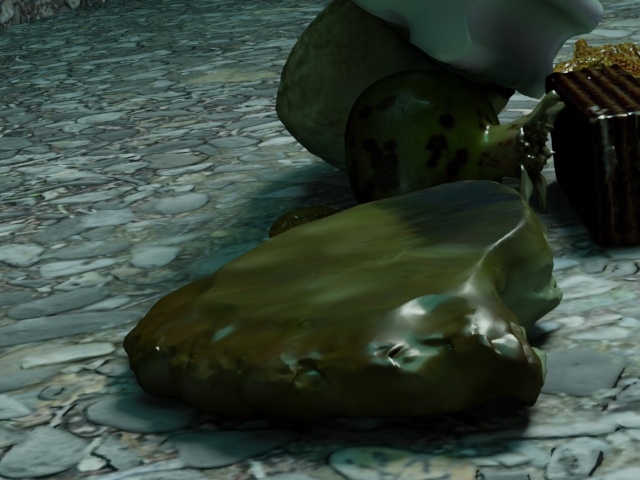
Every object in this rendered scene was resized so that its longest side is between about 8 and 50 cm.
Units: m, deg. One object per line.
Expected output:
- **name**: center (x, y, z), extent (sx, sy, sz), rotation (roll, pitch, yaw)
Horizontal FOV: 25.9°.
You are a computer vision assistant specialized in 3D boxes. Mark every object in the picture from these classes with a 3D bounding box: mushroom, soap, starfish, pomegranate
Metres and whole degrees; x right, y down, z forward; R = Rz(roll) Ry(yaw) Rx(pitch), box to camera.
- **mushroom**: center (0.064, -0.138, 1.341), extent (0.189, 0.164, 0.267), rotation (39, 14, 0)
- **soap**: center (0.097, -0.234, 1.159), extent (0.208, 0.115, 0.347), rotation (41, 15, 18)
- **starfish**: center (0.379, -0.227, 1.772), extent (0.240, 0.043, 0.227), rotation (-19, 18, -30)
- **pomegranate**: center (0.103, -0.066, 1.111), extent (0.169, 0.148, 0.148), rotation (10, 19, 13)

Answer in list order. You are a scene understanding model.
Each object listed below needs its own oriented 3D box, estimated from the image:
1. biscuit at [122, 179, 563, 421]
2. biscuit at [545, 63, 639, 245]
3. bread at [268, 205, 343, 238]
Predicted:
- **biscuit**: center (0.047, 0.037, 0.885), extent (0.329, 0.078, 0.335), rotation (-20, 17, -27)
- **biscuit**: center (0.237, -0.076, 1.150), extent (0.070, 0.106, 0.252), rotation (-7, 14, 3)
- **bread**: center (0.000, 0.000, 1.089), extent (0.081, 0.046, 0.083), rotation (-4, 14, 1)
